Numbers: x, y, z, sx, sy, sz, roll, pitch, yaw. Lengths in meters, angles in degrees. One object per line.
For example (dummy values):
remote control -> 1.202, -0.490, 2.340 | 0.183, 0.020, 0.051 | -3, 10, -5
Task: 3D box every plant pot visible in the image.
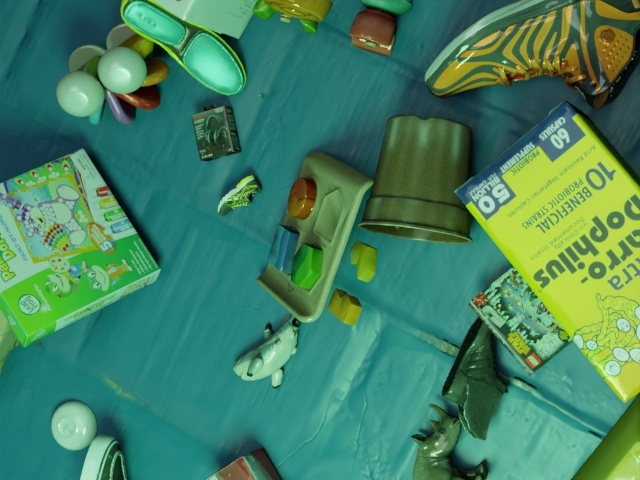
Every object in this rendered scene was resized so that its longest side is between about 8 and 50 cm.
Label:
plant pot -> 0.149, -0.088, 1.750 | 0.167, 0.167, 0.165 | 7, 85, 20
plant pot -> 0.451, 0.350, 1.619 | 0.212, 0.187, 0.212 | 38, 102, 15

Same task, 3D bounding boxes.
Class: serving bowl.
serving bowl -> -0.415, 0.309, 2.017 | 0.083, 0.027, 0.083 | 0, 91, 19

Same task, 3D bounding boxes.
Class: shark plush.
shark plush -> -0.076, 0.154, 1.883 | 0.067, 0.073, 0.161 | 45, 112, 45

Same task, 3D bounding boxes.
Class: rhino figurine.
rhino figurine -> 0.191, 0.359, 1.775 | 0.106, 0.073, 0.243 | -16, 83, 16

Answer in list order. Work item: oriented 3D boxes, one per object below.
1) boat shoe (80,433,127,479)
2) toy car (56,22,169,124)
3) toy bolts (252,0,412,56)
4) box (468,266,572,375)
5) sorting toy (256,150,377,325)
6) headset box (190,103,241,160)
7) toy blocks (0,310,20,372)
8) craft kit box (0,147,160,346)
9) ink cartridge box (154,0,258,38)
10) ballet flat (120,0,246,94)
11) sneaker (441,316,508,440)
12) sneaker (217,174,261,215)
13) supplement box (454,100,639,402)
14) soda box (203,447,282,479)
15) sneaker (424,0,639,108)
boat shoe -> -0.323, 0.463, 1.942 | 0.105, 0.113, 0.306 | 4, 94, 13
toy car -> -0.325, -0.251, 1.937 | 0.182, 0.159, 0.136 | -26, 119, 16
toy bolts -> 0.030, -0.385, 1.775 | 0.228, 0.218, 0.159 | 18, 90, -1
box -> 0.292, 0.112, 1.741 | 0.094, 0.027, 0.137 | -38, 77, -11
sorting toy -> 0.000, 0.000, 1.756 | 0.229, 0.041, 0.307 | -67, 27, 6
headset box -> -0.166, -0.173, 1.923 | 0.062, 0.032, 0.083 | -13, 87, 20
toy blocks -> -0.632, 0.103, 2.033 | 0.381, 0.191, 0.261 | 30, 112, 11
craft kit box -> -0.422, 0.006, 1.922 | 0.246, 0.061, 0.250 | -29, 78, -27
ink cartridge box -> -0.170, -0.479, 1.835 | 0.198, 0.197, 0.270 | 35, 102, 16
ballet flat -> -0.211, -0.317, 1.899 | 0.231, 0.077, 0.077 | 34, 108, -22
sneaker -> 0.237, 0.198, 1.768 | 0.089, 0.051, 0.170 | 30, 78, -8
sneaker -> -0.128, -0.065, 1.910 | 0.083, 0.031, 0.035 | -45, 77, 14
supplement box -> 0.381, 0.013, 1.639 | 0.194, 0.195, 0.356 | -41, 78, 15
soda box -> -0.072, 0.457, 1.864 | 0.092, 0.083, 0.263 | -34, 80, 18
sneaker -> 0.312, -0.247, 1.701 | 0.321, 0.124, 0.180 | -30, 79, 18
